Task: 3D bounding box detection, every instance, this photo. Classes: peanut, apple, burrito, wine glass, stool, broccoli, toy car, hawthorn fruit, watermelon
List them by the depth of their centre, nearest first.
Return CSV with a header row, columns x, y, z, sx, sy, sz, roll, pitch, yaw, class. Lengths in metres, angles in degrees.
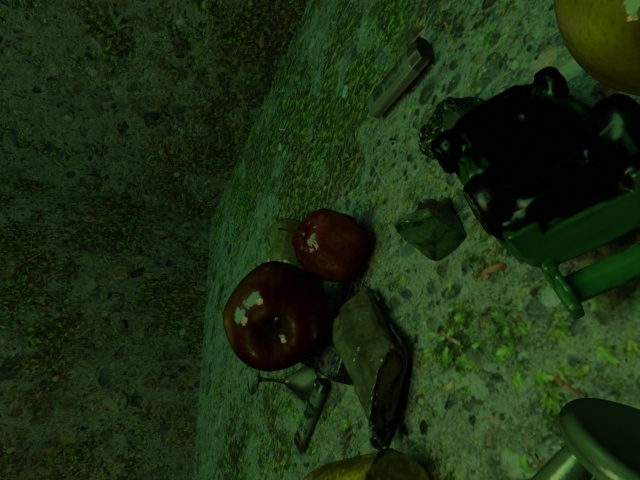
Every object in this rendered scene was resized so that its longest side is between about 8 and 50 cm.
x,y,z,sx,sy,sz,roll,pitch,yaw,class
0.306,0.289,0.420,0.195,0.195,0.199,-138,60,-62,stool
0.313,-0.091,0.612,0.213,0.176,0.359,-31,32,15,toy car
0.274,-0.205,0.824,0.162,0.137,0.146,32,102,23,broccoli
0.244,-0.031,0.894,0.097,0.121,0.158,-35,0,36,watermelon
0.113,0.252,0.954,0.175,0.106,0.348,-64,25,27,burrito
0.000,0.000,1.157,0.207,0.243,0.208,-51,28,40,hawthorn fruit
-0.119,0.199,1.168,0.317,0.287,0.289,-136,62,-78,apple
-0.115,0.411,1.269,0.122,0.182,0.122,-44,39,50,wine glass
-0.095,0.042,1.458,0.174,0.158,0.340,-53,27,39,peanut

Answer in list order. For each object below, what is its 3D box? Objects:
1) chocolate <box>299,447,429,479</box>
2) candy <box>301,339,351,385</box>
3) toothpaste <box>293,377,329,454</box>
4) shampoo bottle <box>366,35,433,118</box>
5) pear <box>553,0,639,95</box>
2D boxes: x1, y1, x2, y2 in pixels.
x,y,z,sx,sy,sz,roll,pitch,yaw,class
0.042,0.530,0.897,0.445,0.161,0.162,-45,39,51,chocolate
0.001,0.321,1.210,0.312,0.061,0.088,-4,72,65,candy
-0.028,0.493,1.216,0.062,0.039,0.239,46,121,54,toothpaste
0.206,-0.431,1.157,0.227,0.055,0.086,-42,39,51,shampoo bottle
0.376,-0.270,0.401,0.285,0.284,0.336,-64,-9,26,pear
